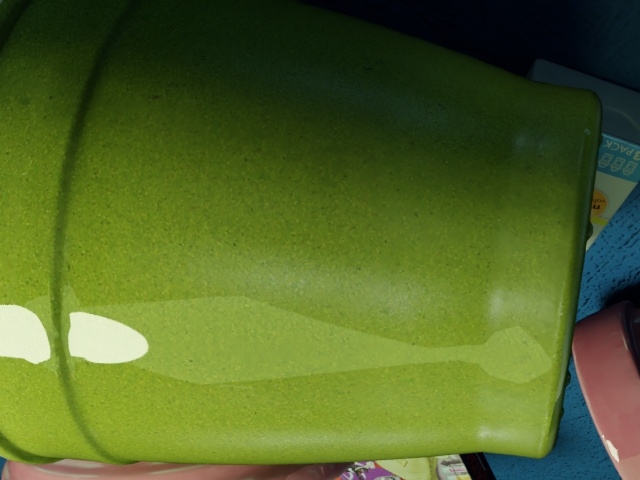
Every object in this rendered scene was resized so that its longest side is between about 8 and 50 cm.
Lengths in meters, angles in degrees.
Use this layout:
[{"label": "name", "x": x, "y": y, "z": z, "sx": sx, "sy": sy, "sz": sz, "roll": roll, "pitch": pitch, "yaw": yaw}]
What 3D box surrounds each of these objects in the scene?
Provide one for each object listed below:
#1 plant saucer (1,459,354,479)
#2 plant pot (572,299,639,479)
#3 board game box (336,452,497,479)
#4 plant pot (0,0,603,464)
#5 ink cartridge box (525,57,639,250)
[{"label": "plant saucer", "x": -0.124, "y": 0.163, "z": 0.920, "sx": 0.332, "sy": 0.332, "sz": 0.084, "roll": -3, "pitch": 100, "yaw": 24}, {"label": "plant pot", "x": 0.346, "y": 0.126, "z": 0.876, "sx": 0.180, "sy": 0.201, "sz": 0.201, "roll": -29, "pitch": 125, "yaw": 23}, {"label": "board game box", "x": 0.044, "y": 0.183, "z": 1.071, "sx": 0.208, "sy": 0.056, "sz": 0.347, "roll": -13, "pitch": 113, "yaw": 38}, {"label": "plant pot", "x": 0.000, "y": 0.000, "z": 0.686, "sx": 0.353, "sy": 0.366, "sz": 0.366, "roll": 8, "pitch": 142, "yaw": 13}, {"label": "ink cartridge box", "x": 0.184, "y": -0.049, "z": 0.808, "sx": 0.104, "sy": 0.061, "sz": 0.181, "roll": 19, "pitch": 142, "yaw": 0}]
